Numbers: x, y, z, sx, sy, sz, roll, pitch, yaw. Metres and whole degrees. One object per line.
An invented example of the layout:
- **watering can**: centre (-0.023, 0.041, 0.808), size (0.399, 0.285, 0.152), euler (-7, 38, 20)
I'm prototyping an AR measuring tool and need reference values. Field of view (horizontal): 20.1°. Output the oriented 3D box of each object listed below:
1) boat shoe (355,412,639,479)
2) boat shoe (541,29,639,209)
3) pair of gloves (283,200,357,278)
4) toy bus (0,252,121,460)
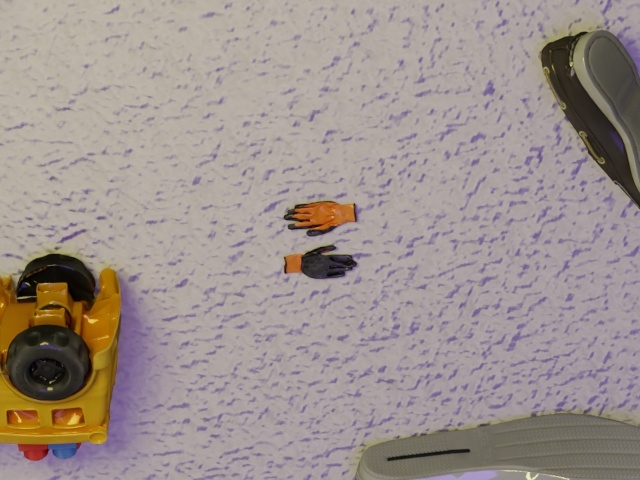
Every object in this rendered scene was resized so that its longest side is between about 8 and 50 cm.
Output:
- **boat shoe**: centre (0.206, 0.262, 1.888), size (0.335, 0.121, 0.119), euler (-3, 119, 6)
- **boat shoe**: centre (0.294, -0.109, 1.772), size (0.081, 0.068, 0.228), euler (-49, 119, -30)
- **pair of gloves**: centre (0.000, 0.000, 1.809), size (0.074, 0.010, 0.083), euler (-2, 112, -6)
- **toy bus**: centre (-0.303, 0.135, 1.771), size (0.220, 0.149, 0.211), euler (0, 127, -4)
